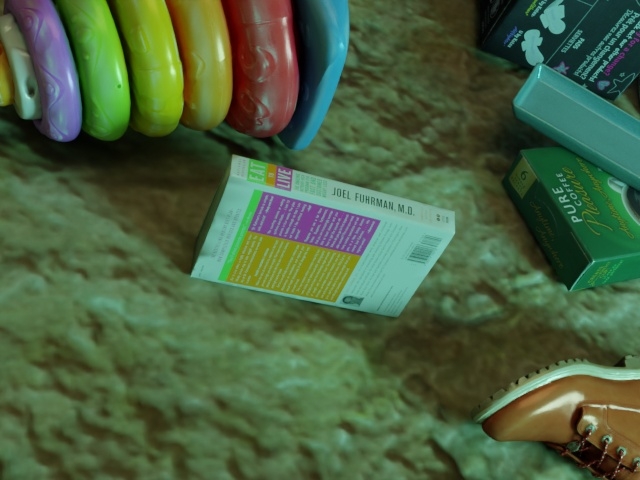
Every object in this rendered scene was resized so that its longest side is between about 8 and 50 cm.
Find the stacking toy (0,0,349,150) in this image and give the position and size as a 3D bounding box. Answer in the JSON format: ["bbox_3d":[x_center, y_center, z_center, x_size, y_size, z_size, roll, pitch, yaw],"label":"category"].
[{"bbox_3d":[-0.146,-0.122,0.743,0.302,0.165,0.175,-18,73,-20],"label":"stacking toy"}]

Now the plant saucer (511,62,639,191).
[{"bbox_3d":[0.237,-0.069,0.884,0.192,0.018,0.067,32,46,5],"label":"plant saucer"}]

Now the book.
[{"bbox_3d":[0.000,0.000,0.729,0.144,0.096,0.035,15,50,-13],"label":"book"}]

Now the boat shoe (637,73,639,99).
[{"bbox_3d":[0.315,-0.188,1.031,0.075,0.065,0.206,12,51,-15],"label":"boat shoe"}]

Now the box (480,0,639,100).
[{"bbox_3d":[0.234,-0.274,0.998,0.142,0.163,0.247,18,50,-14],"label":"box"}]

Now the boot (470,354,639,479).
[{"bbox_3d":[0.173,0.122,0.738,0.158,0.059,0.084,-2,60,-26],"label":"boot"}]

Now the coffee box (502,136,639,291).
[{"bbox_3d":[0.243,-0.027,0.892,0.184,0.040,0.113,-10,57,-29],"label":"coffee box"}]
